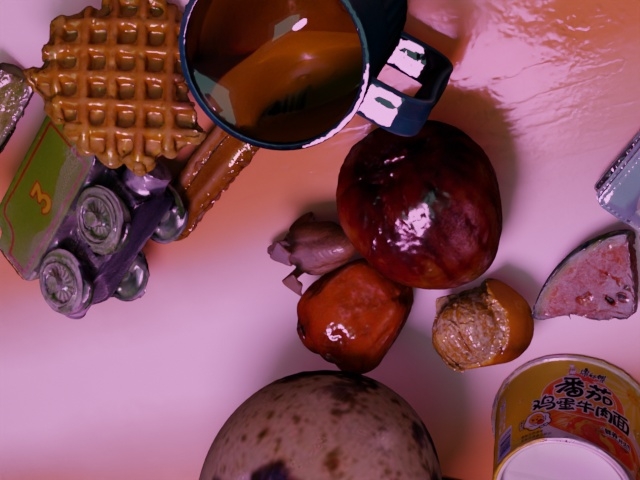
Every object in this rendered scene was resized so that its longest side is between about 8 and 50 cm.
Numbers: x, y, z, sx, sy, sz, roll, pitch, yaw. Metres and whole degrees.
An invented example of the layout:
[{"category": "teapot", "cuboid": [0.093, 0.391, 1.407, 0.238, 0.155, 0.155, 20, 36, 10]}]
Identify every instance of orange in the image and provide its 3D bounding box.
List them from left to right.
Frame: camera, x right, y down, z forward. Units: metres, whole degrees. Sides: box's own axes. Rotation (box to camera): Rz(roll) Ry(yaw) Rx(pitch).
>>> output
[{"category": "orange", "cuboid": [0.235, 0.124, 1.798, 0.156, 0.156, 0.134, -22, 67, 24]}]

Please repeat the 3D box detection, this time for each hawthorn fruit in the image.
[{"category": "hawthorn fruit", "cuboid": [0.048, 0.107, 1.831, 0.173, 0.173, 0.179, 28, 124, 2]}]

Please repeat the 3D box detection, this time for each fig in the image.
[{"category": "fig", "cuboid": [0.149, -0.046, 1.709, 0.224, 0.224, 0.263, -33, 102, 26]}]

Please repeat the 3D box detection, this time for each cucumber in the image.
[{"category": "cucumber", "cuboid": [-0.523, -0.190, 1.925, 0.078, 0.062, 0.211, 20, 117, -32]}]

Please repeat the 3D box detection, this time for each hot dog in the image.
[{"category": "hot dog", "cuboid": [-0.162, -0.105, 1.852, 0.083, 0.068, 0.289, 53, 124, 15]}]

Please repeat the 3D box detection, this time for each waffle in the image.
[{"category": "waffle", "cuboid": [-0.271, -0.235, 1.750, 0.291, 0.051, 0.291, 1, 77, -4]}]

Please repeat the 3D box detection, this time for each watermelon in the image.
[{"category": "watermelon", "cuboid": [0.397, 0.063, 1.768, 0.139, 0.071, 0.187, 42, 110, -13]}]

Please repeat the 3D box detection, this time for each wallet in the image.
[{"category": "wallet", "cuboid": [0.519, -0.051, 1.675, 0.250, 0.075, 0.176, 35, 112, -2]}]

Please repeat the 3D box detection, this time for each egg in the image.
[{"category": "egg", "cuboid": [-0.014, 0.384, 1.773, 0.345, 0.345, 0.428, 35, 117, -1]}]

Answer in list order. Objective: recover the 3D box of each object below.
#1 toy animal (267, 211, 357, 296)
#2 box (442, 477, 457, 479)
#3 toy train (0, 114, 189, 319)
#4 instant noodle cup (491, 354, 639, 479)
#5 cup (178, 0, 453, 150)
[{"category": "toy animal", "cuboid": [0.000, 0.000, 1.835, 0.188, 0.179, 0.089, 5, 123, 56]}, {"category": "box", "cuboid": [0.238, 0.590, 1.948, 0.204, 0.251, 0.345, 12, 116, 11]}, {"category": "toy train", "cuboid": [-0.354, -0.038, 1.852, 0.249, 0.173, 0.307, 47, 121, 21]}, {"category": "instant noodle cup", "cuboid": [0.370, 0.327, 1.819, 0.264, 0.200, 0.264, 6, 114, 13]}, {"category": "cup", "cuboid": [0.008, -0.278, 1.593, 0.308, 0.292, 0.242, 2, 114, 14]}]
